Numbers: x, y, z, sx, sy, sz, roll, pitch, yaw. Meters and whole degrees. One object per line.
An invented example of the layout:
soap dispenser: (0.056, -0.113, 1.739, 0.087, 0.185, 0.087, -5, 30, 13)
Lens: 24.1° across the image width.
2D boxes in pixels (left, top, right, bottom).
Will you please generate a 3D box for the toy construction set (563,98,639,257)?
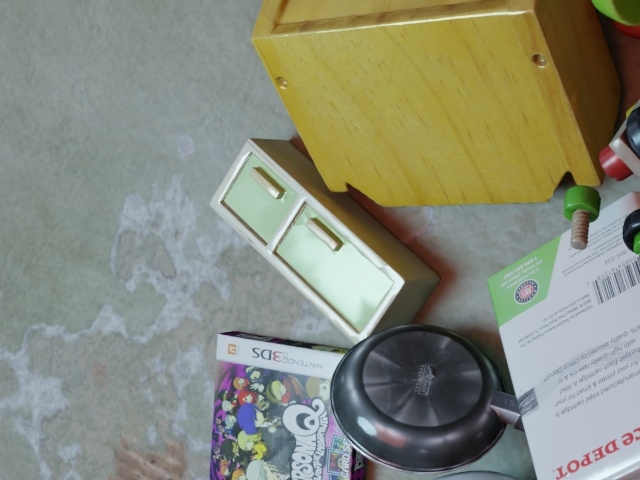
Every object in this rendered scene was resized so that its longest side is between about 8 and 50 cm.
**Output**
toy construction set: (0.392, -0.143, 1.379, 0.257, 0.309, 0.237, 13, 55, 0)

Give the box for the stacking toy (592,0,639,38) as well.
stacking toy: (0.324, -0.334, 1.439, 0.130, 0.279, 0.309, 26, 107, 41)

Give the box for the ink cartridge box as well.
ink cartridge box: (0.300, 0.122, 1.496, 0.198, 0.114, 0.273, -33, 50, 30)

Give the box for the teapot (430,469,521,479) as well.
teapot: (0.177, 0.335, 1.607, 0.256, 0.187, 0.253, 15, 121, 6)

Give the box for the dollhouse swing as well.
dollhouse swing: (0.159, -0.255, 1.657, 0.346, 0.305, 0.315, -1, 131, 36)

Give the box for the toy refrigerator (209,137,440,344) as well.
toy refrigerator: (0.000, 0.000, 1.755, 0.269, 0.094, 0.102, 44, 113, 25)

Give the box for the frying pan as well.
frying pan: (0.159, 0.192, 1.588, 0.326, 0.197, 0.053, 30, 143, 23)

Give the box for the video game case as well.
video game case: (-0.040, 0.237, 1.817, 0.210, 0.041, 0.232, 7, 95, 34)
